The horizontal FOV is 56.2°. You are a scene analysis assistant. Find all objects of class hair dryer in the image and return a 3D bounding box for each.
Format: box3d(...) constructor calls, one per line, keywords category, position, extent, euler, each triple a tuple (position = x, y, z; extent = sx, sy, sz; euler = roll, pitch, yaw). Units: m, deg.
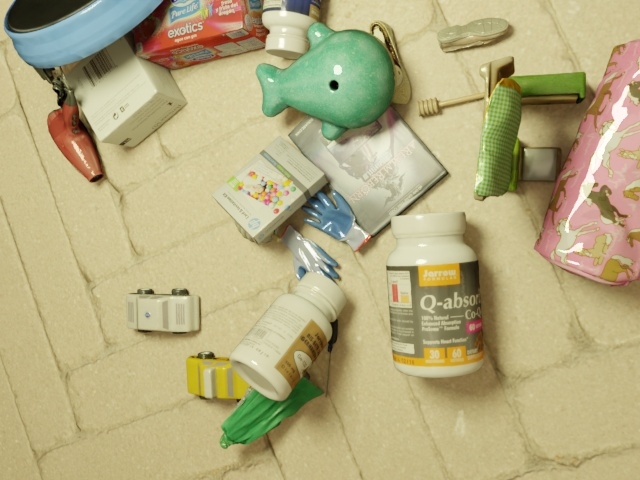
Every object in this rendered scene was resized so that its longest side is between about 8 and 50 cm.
box3d(category="hair dryer", position=(-0.569, -0.261, 1.335), extent=(0.224, 0.080, 0.293), euler=(34, 147, 54))

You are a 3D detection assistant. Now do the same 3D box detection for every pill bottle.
box3d(category="pill bottle", position=(-0.055, -0.457, 1.167), extent=(0.112, 0.112, 0.186), euler=(9, 96, 21))
box3d(category="pill bottle", position=(-0.053, 0.175, 1.132), extent=(0.131, 0.131, 0.229), euler=(30, 61, 18))
box3d(category="pill bottle", position=(0.200, 0.091, 1.065), extent=(0.162, 0.162, 0.278), euler=(-4, 91, 21))

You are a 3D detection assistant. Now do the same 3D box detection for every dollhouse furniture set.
box3d(category="dollhouse furniture set", position=(0.328, -0.164, 0.924), extent=(0.151, 0.301, 0.197), euler=(3, 98, 18))

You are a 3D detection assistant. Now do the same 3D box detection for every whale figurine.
box3d(category="whale figurine", position=(-0.001, -0.285, 1.096), extent=(0.272, 0.141, 0.216), euler=(0, 110, 20))

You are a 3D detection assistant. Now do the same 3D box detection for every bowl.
box3d(category="bowl", position=(-0.473, -0.513, 1.229), extent=(0.391, 0.077, 0.391), euler=(-14, 50, 17))

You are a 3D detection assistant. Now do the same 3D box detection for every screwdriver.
box3d(category="screwdriver", position=(0.015, 0.239, 1.219), extent=(0.025, 0.024, 0.169), euler=(8, 98, -9))

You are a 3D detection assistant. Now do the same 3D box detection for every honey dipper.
box3d(category="honey dipper", position=(0.258, -0.257, 1.099), extent=(0.161, 0.030, 0.030), euler=(-7, 90, 19))

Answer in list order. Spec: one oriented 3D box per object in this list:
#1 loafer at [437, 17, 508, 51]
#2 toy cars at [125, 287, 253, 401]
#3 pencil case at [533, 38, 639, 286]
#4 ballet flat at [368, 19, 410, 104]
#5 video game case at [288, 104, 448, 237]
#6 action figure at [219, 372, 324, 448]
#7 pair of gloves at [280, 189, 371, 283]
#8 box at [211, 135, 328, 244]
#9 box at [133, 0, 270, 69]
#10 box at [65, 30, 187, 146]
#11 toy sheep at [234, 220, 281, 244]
box3d(category="loafer", position=(0.277, -0.371, 1.087), extent=(0.125, 0.039, 0.045), euler=(-4, 58, 18))
box3d(category="toy cars", position=(-0.292, 0.228, 1.301), extent=(0.394, 0.087, 0.176), euler=(42, 105, 15))
box3d(category="pencil case", position=(0.485, -0.122, 0.949), extent=(0.167, 0.160, 0.385), euler=(16, 99, -14))
box3d(category="ballet flat", position=(0.124, -0.336, 1.134), extent=(0.057, 0.052, 0.168), euler=(-20, 85, 21))
box3d(category="video game case", position=(0.087, -0.171, 1.171), extent=(0.196, 0.026, 0.274), euler=(-42, 77, 18))
box3d(category="action figure", position=(-0.122, 0.344, 1.225), extent=(0.232, 0.063, 0.137), euler=(-43, 110, 4))
box3d(category="pair of gloves", position=(0.000, 0.000, 1.201), extent=(0.159, 0.023, 0.198), euler=(44, 114, 15))
box3d(category="box", position=(-0.101, -0.103, 1.185), extent=(0.186, 0.038, 0.145), euler=(-42, 61, -7))
box3d(category="box", position=(-0.245, -0.447, 1.232), extent=(0.257, 0.128, 0.122), euler=(-6, 89, 22))
box3d(category="box", position=(-0.426, -0.331, 1.312), extent=(0.181, 0.119, 0.181), euler=(-34, 81, 19))
box3d(category="toy sheep", position=(-0.126, -0.037, 1.227), extent=(0.132, 0.091, 0.091), euler=(40, 106, 33))
